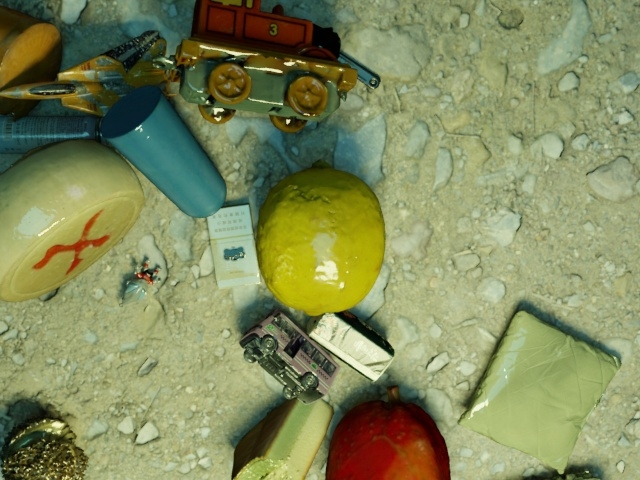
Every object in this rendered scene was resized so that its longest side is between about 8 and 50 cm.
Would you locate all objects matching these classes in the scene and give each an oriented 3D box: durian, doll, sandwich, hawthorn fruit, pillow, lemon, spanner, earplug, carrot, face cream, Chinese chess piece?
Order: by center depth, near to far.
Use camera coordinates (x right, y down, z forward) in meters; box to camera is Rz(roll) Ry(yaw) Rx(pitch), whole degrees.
[{"bbox_3d":[-0.480,-0.036,1.405,0.338,0.338,0.140,-43,84,6],"label":"Chinese chess piece"},{"bbox_3d":[-0.635,-0.362,1.433,0.254,0.196,0.196,28,99,4],"label":"carrot"},{"bbox_3d":[-0.274,-0.146,1.465,0.132,0.132,0.273,-34,130,4],"label":"earplug"},{"bbox_3d":[0.000,0.003,1.480,0.260,0.260,0.284,25,95,-7],"label":"lemon"},{"bbox_3d":[-0.504,-0.203,1.502,0.229,0.075,0.075,0,101,-2],"label":"face cream"},{"bbox_3d":[0.031,-0.364,1.528,0.208,0.012,0.046,33,97,-9],"label":"spanner"},{"bbox_3d":[-0.565,0.458,1.575,0.167,0.196,0.196,23,100,-25],"label":"durian"},{"bbox_3d":[0.136,0.449,1.578,0.265,0.265,0.307,-1,81,-3],"label":"hawthorn fruit"},{"bbox_3d":[-0.369,0.094,1.586,0.114,0.039,0.057,-53,141,-1],"label":"doll"},{"bbox_3d":[-0.072,0.423,1.590,0.220,0.186,0.108,-44,101,5],"label":"sandwich"},{"bbox_3d":[0.463,0.320,1.653,0.274,0.076,0.281,26,94,-13],"label":"pillow"}]

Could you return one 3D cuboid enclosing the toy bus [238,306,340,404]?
[{"bbox_3d":[-0.061,0.235,1.586,0.199,0.096,0.108,44,51,-7],"label":"toy bus"}]

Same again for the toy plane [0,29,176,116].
[{"bbox_3d":[-0.429,-0.281,1.451,0.316,0.103,0.204,-9,101,-22],"label":"toy plane"}]

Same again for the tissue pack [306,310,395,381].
[{"bbox_3d":[0.061,0.201,1.593,0.170,0.103,0.090,37,96,-9],"label":"tissue pack"}]

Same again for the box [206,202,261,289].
[{"bbox_3d":[-0.176,0.012,1.585,0.090,0.024,0.167,-7,102,-1],"label":"box"}]

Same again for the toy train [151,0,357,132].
[{"bbox_3d":[-0.119,-0.332,1.426,0.369,0.163,0.232,6,84,-17],"label":"toy train"}]

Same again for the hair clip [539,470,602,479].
[{"bbox_3d":[0.452,0.577,1.697,0.321,0.091,0.138,-13,109,-8],"label":"hair clip"}]
